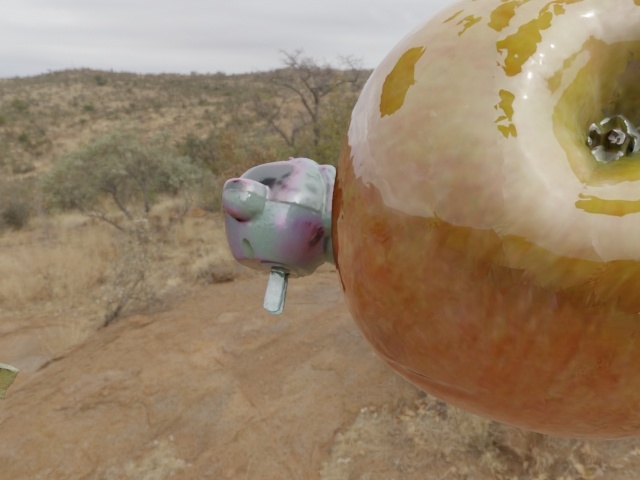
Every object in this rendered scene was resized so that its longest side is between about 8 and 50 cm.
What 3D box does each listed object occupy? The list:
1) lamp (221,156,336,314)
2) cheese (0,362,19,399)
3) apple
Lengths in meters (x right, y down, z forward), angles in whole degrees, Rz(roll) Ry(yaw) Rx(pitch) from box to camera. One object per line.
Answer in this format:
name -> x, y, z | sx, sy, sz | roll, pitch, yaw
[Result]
lamp -> 0.000, 0.000, 0.800 | 0.301, 0.247, 0.247 | 9, -9, 2
cheese -> -0.293, 0.099, 0.444 | 0.041, 0.084, 0.060 | -22, -7, -43
apple -> 0.199, -0.030, 0.442 | 0.391, 0.391, 0.346 | 4, -22, 13
